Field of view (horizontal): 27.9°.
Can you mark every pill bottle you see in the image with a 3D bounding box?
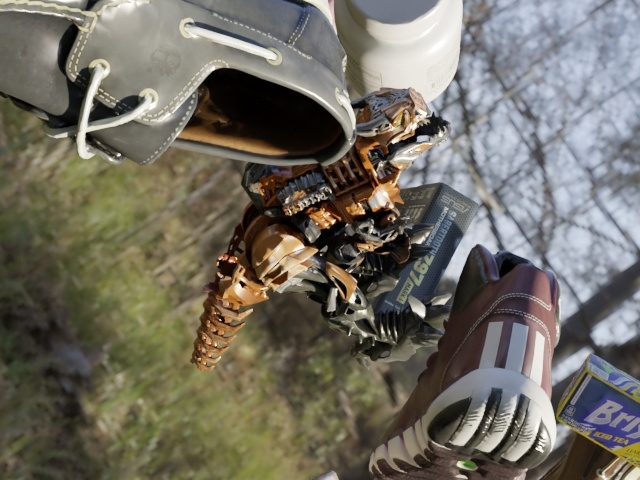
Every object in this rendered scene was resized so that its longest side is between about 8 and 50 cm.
[{"bbox_3d":[0.080,-0.227,1.324,0.131,0.131,0.229,56,-3,12],"label":"pill bottle"}]

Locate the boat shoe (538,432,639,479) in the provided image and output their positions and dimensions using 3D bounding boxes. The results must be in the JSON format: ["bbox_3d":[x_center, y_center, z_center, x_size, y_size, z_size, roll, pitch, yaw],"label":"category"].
[{"bbox_3d":[0.297,0.223,1.377,0.095,0.257,0.095,53,3,-18],"label":"boat shoe"}]

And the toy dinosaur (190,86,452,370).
[{"bbox_3d":[0.000,0.000,1.156,0.218,0.322,0.164,32,47,-29],"label":"toy dinosaur"}]

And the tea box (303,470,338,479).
[{"bbox_3d":[-0.088,0.390,0.968,0.220,0.323,0.329,20,48,-79],"label":"tea box"}]

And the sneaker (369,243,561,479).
[{"bbox_3d":[0.118,0.097,0.935,0.106,0.162,0.281,18,-23,-4],"label":"sneaker"}]

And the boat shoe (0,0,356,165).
[{"bbox_3d":[-0.080,-0.071,0.506,0.084,0.233,0.079,-30,-113,45],"label":"boat shoe"}]

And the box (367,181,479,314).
[{"bbox_3d":[0.090,0.027,1.526,0.059,0.183,0.232,30,-7,-9],"label":"box"}]

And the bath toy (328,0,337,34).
[{"bbox_3d":[0.053,-0.317,1.641,0.151,0.348,0.129,48,41,-11],"label":"bath toy"}]

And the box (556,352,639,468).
[{"bbox_3d":[0.301,0.174,1.167,0.169,0.059,0.054,30,18,7],"label":"box"}]
